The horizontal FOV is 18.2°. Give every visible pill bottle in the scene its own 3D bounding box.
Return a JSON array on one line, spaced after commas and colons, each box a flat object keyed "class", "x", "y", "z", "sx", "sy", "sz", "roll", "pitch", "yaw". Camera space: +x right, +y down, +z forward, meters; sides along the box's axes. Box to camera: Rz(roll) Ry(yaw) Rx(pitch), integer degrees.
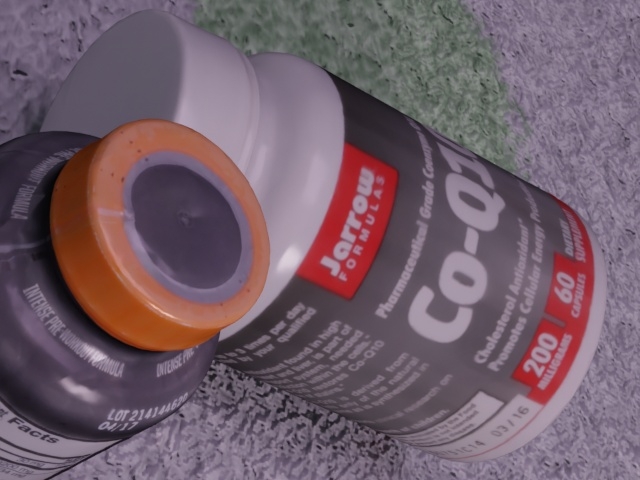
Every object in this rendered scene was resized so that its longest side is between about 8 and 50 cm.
[{"class": "pill bottle", "x": -0.129, "y": 0.036, "z": 0.831, "sx": 0.130, "sy": 0.246, "sz": 0.130, "roll": 23, "pitch": 53, "yaw": -35}, {"class": "pill bottle", "x": 0.000, "y": 0.000, "z": 1.044, "sx": 0.283, "sy": 0.161, "sz": 0.161, "roll": 26, "pitch": 52, "yaw": -33}]
